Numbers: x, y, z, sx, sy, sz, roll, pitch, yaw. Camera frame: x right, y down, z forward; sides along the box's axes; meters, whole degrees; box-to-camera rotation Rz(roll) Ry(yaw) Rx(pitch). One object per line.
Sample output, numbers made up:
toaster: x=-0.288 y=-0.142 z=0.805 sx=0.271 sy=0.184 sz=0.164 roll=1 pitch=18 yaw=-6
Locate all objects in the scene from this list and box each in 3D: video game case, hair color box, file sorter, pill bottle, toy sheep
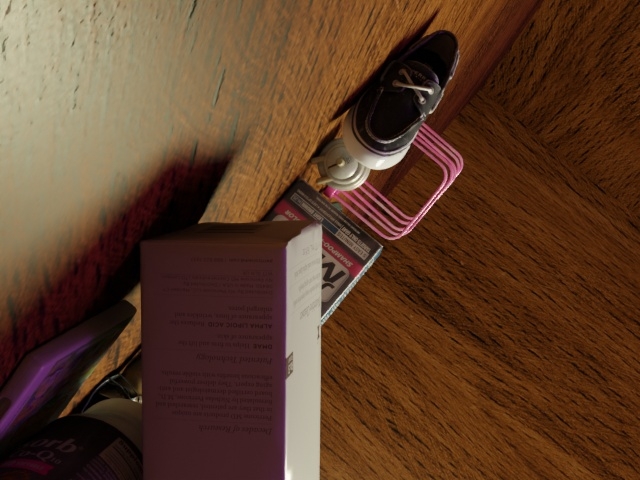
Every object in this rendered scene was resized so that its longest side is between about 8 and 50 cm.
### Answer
video game case: x=-0.286 y=0.160 z=1.088 sx=0.193 sy=0.023 sz=0.212 roll=-51 pitch=176 yaw=17
hair color box: x=-0.076 y=0.091 z=1.679 sx=0.347 sy=0.174 sz=0.105 roll=-50 pitch=175 yaw=-3
file sorter: x=0.164 y=-0.136 z=2.182 sx=0.202 sy=0.182 sz=0.290 roll=-51 pitch=176 yaw=17
pill bottle: x=-0.263 y=0.275 z=1.093 sx=0.162 sy=0.162 sz=0.278 roll=-52 pitch=176 yaw=23
toy sheep: x=0.034 y=-0.117 z=1.648 sx=0.091 sy=0.091 sz=0.132 roll=-51 pitch=179 yaw=9

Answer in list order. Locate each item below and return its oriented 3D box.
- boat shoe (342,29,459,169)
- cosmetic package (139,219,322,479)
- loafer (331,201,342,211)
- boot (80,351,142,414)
boat shoe: x=0.132 y=-0.222 z=1.608 sx=0.301 sy=0.108 sz=0.102 roll=-50 pitch=177 yaw=-43
cosmetic package: x=-0.088 y=0.178 z=1.133 sx=0.217 sy=0.156 sz=0.385 roll=-36 pitch=125 yaw=-78
loafer: x=0.000 y=0.000 z=2.138 sx=0.096 sy=0.084 sz=0.267 roll=-21 pitch=169 yaw=-12
boot: x=-0.257 y=0.212 z=1.468 sx=0.219 sy=0.082 sz=0.106 roll=-47 pitch=178 yaw=-15
